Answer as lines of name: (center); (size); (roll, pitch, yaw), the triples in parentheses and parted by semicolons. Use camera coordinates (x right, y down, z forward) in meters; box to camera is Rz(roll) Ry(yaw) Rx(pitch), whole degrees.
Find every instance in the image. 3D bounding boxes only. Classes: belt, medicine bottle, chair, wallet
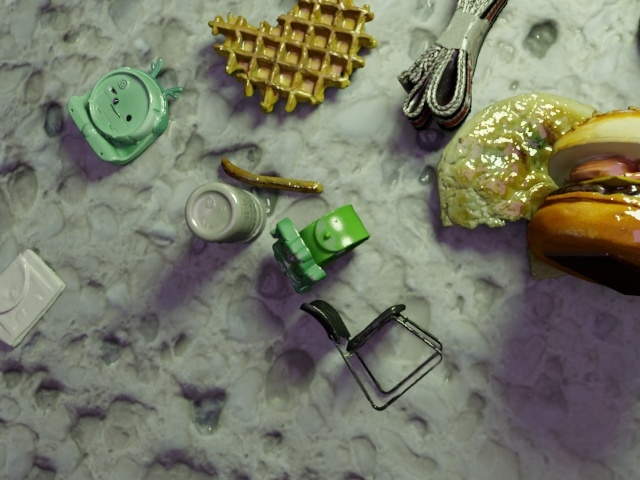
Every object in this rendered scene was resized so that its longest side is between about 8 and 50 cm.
belt: (0.251, -0.358, 1.019); (0.126, 0.094, 0.360); (26, 92, 26)
medicine bottle: (-0.165, -0.046, 1.051); (0.105, 0.168, 0.105); (0, 88, 10)
chair: (0.088, 0.155, 1.022); (0.145, 0.140, 0.221); (-42, 79, 6)
wallet: (-0.612, 0.117, 1.196); (0.124, 0.032, 0.183); (43, 95, 6)

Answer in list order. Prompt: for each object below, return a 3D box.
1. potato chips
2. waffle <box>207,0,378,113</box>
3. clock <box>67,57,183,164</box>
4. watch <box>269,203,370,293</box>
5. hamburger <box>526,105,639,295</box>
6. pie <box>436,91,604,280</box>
potato chips: (-0.094, -0.116, 1.114); (0.203, 0.026, 0.037); (15, 78, 11)
waffle: (-0.040, -0.372, 1.091); (0.293, 0.069, 0.260); (-35, 86, 5)
clock: (-0.372, -0.262, 1.145); (0.211, 0.066, 0.159); (-38, 84, 6)
watch: (0.000, 0.000, 1.051); (0.152, 0.165, 0.131); (-30, 82, -17)
hamburger: (0.449, -0.050, 0.829); (0.290, 0.291, 0.225); (19, 79, 10)
pie: (0.368, -0.106, 1.007); (0.337, 0.075, 0.338); (0, 90, 7)
